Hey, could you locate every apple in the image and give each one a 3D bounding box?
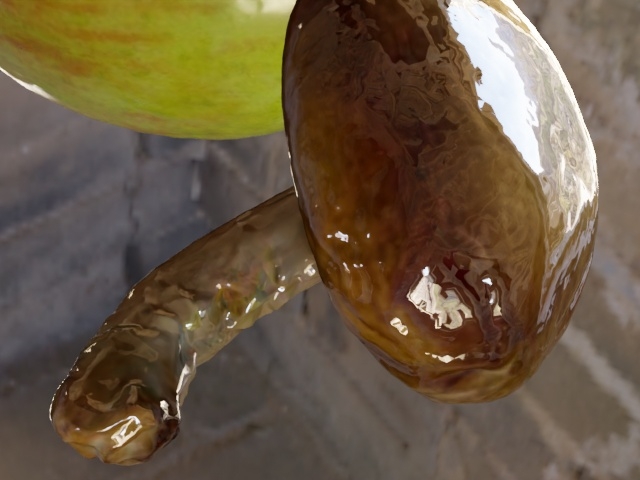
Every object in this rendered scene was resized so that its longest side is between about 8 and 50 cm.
[{"bbox_3d":[-0.035,-0.124,0.578,0.196,0.196,0.196,5,50,-6],"label":"apple"}]

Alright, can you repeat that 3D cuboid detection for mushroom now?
[{"bbox_3d":[0.009,0.002,0.354,0.073,0.088,0.129,22,59,40],"label":"mushroom"}]
